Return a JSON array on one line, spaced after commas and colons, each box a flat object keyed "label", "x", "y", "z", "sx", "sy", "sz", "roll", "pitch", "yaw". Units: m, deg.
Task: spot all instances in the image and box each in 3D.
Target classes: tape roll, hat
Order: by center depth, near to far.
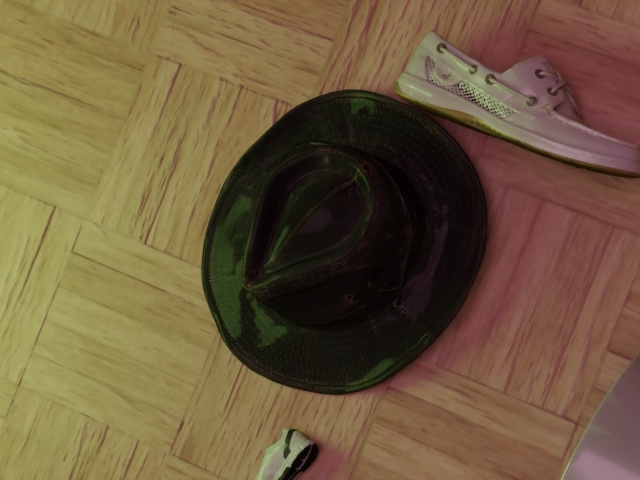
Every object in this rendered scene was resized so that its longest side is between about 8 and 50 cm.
[{"label": "tape roll", "x": 0.325, "y": 0.246, "z": 1.800, "sx": 0.169, "sy": 0.246, "sz": 0.246, "roll": 26, "pitch": 92, "yaw": 21}, {"label": "hat", "x": 0.000, "y": 0.000, "z": 1.995, "sx": 0.331, "sy": 0.134, "sz": 0.331, "roll": -2, "pitch": 86, "yaw": 22}]

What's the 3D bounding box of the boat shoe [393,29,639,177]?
[{"label": "boat shoe", "x": 0.209, "y": -0.143, "z": 1.968, "sx": 0.277, "sy": 0.098, "sz": 0.096, "roll": 24, "pitch": 92, "yaw": 22}]

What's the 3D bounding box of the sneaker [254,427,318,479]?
[{"label": "sneaker", "x": -0.048, "y": 0.244, "z": 2.045, "sx": 0.109, "sy": 0.040, "sz": 0.044, "roll": -50, "pitch": 54, "yaw": 4}]
